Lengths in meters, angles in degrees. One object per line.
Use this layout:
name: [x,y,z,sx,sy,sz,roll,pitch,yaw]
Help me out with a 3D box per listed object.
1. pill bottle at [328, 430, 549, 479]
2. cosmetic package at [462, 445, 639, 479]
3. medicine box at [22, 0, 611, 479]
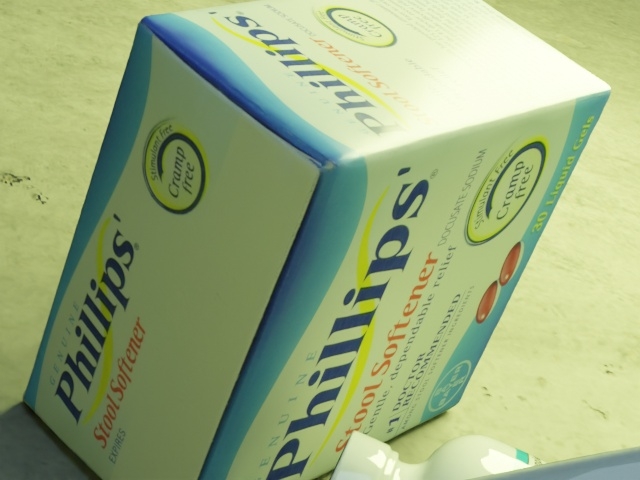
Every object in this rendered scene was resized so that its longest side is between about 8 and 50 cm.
pill bottle: [0.117,0.195,0.784,0.264,0.146,0.146,24,30,4]
cosmetic package: [-0.108,0.204,0.352,0.453,0.230,0.161,-11,57,-7]
medicine box: [0.000,0.000,0.901,0.149,0.263,0.289,37,33,25]
